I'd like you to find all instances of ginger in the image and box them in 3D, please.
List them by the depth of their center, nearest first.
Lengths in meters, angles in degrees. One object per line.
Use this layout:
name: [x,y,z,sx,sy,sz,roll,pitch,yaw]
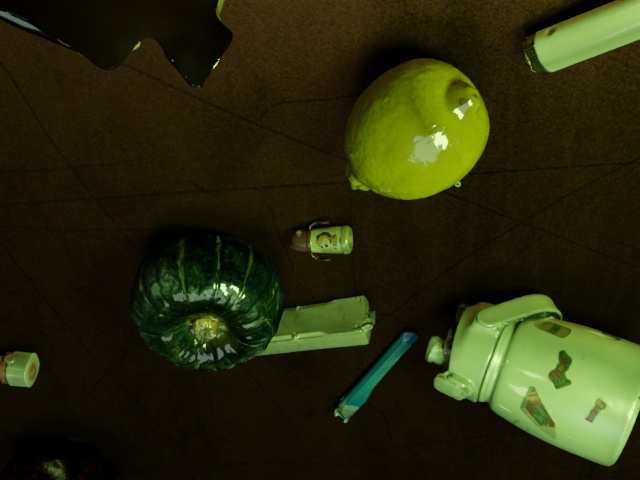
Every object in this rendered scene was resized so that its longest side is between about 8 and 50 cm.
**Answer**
ginger: [-0.231,-0.363,1.360,0.414,0.211,0.358,0,98,-11]

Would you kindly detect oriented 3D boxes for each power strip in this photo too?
power strip: [-0.042,0.154,1.997,0.286,0.080,0.048,-8,136,15]

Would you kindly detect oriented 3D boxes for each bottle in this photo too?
bottle: [0.000,0.002,1.858,0.101,0.063,0.047,-2,164,11]
bottle: [0.356,0.213,1.917,0.352,0.229,0.229,20,138,14]

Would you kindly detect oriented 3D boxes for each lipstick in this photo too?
lipstick: [-0.629,0.235,2.161,0.186,0.063,0.057,4,134,9]

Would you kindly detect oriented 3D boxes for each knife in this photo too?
knife: [0.100,0.253,2.126,0.044,0.026,0.296,21,132,-19]

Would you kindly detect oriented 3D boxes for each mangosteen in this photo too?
mangosteen: [-0.516,0.539,2.337,0.288,0.233,0.287,-10,128,-13]

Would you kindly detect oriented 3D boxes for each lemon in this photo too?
lemon: [0.128,-0.149,1.594,0.184,0.184,0.248,34,134,-26]

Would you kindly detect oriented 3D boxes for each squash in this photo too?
squash: [-0.185,0.102,1.896,0.252,0.165,0.252,4,134,5]

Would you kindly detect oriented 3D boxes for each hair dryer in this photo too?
hair dryer: [0.411,-0.288,1.480,0.362,0.128,0.203,-18,133,33]

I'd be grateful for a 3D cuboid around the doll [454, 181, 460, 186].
doll: [0.185,-0.123,1.717,0.057,0.039,0.114,-37,117,-5]
